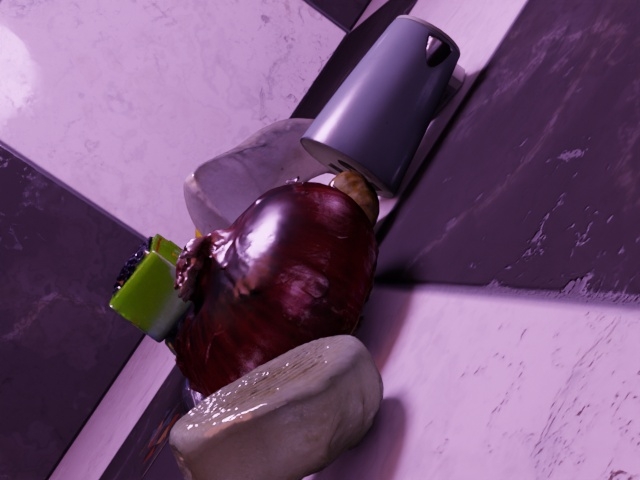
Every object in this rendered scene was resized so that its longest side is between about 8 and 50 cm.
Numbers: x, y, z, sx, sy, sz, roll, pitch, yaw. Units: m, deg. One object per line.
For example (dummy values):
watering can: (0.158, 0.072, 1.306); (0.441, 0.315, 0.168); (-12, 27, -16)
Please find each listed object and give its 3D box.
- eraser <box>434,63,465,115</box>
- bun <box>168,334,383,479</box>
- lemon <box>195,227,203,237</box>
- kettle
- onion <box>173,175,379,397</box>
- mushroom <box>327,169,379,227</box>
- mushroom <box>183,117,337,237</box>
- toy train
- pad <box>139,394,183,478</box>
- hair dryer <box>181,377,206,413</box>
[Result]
eraser: (0.178, -0.221, 1.551); (0.122, 0.029, 0.052); (-49, 15, 34)
bun: (-0.039, 0.181, 0.954); (0.221, 0.108, 0.221); (-25, 4, 2)
lemon: (-0.129, -0.025, 1.829); (0.260, 0.204, 0.204); (-36, 21, 42)
kettle: (0.092, -0.205, 1.493); (0.243, 0.160, 0.210); (-58, 16, -8)
onion: (-0.064, 0.060, 1.203); (0.314, 0.232, 0.314); (-54, 11, 16)
mushroom: (0.000, 0.000, 1.497); (0.312, 0.081, 0.100); (134, 135, -54)
mushroom: (-0.060, -0.119, 1.689); (0.397, 0.177, 0.126); (-42, -14, -43)
toy train: (-0.277, 0.115, 1.929); (0.173, 0.249, 0.307); (-52, 10, 3)
pad: (-0.314, 0.379, 1.940); (0.143, 0.003, 0.211); (-56, 11, -5)
hair dryer: (-0.131, 0.206, 1.555); (0.219, 0.075, 0.195); (-46, 22, 9)
